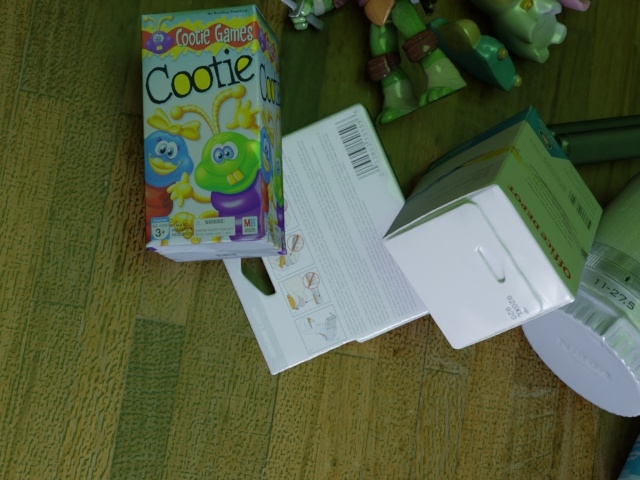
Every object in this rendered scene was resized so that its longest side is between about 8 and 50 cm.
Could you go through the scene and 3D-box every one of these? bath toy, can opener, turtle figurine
[{"bbox_3d":[0.297,-0.364,1.754,0.348,0.129,0.151,-46,139,-15],"label":"bath toy"},{"bbox_3d":[0.323,-0.105,1.754,0.283,0.076,0.095,-8,116,-17],"label":"can opener"},{"bbox_3d":[0.052,-0.279,1.632,0.198,0.275,0.266,-23,93,16],"label":"turtle figurine"}]

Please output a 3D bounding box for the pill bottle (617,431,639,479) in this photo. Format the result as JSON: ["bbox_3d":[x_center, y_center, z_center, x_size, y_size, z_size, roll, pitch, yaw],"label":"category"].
[{"bbox_3d":[0.489,0.261,1.691,0.146,0.146,0.264,32,73,-9],"label":"pill bottle"}]

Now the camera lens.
[{"bbox_3d":[0.416,0.059,1.663,0.274,0.219,0.219,-44,94,-17],"label":"camera lens"}]

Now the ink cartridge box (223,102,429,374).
[{"bbox_3d":[0.000,0.000,1.643,0.239,0.060,0.275,-23,88,7],"label":"ink cartridge box"}]

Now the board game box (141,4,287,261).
[{"bbox_3d":[-0.126,-0.123,1.558,0.144,0.142,0.275,-4,81,9],"label":"board game box"}]

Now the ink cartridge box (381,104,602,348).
[{"bbox_3d":[0.212,-0.017,1.579,0.171,0.168,0.232,55,31,-12],"label":"ink cartridge box"}]
